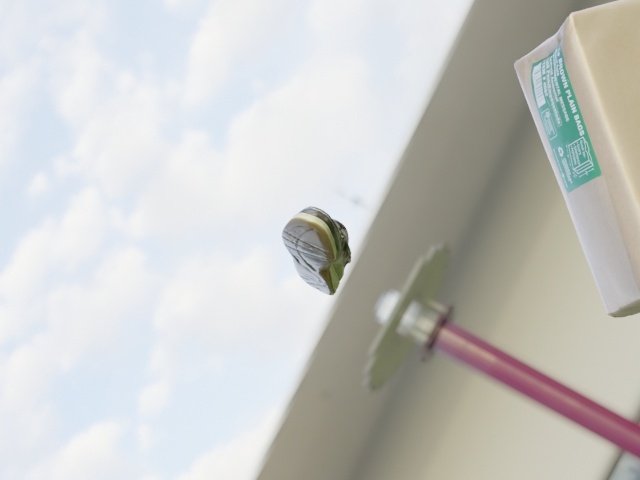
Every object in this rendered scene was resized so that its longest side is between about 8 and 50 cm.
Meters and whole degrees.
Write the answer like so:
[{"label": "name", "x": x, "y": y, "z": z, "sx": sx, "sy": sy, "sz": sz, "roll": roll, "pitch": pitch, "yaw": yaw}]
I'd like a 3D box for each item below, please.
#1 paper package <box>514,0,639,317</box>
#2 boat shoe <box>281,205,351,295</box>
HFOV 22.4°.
[{"label": "paper package", "x": 0.416, "y": -0.107, "z": 1.776, "sx": 0.309, "sy": 0.325, "sz": 0.168, "roll": -15, "pitch": -8, "yaw": -19}, {"label": "boat shoe", "x": 0.000, "y": 0.000, "z": 1.490, "sx": 0.049, "sy": 0.056, "sz": 0.152, "roll": -60, "pitch": -12, "yaw": -19}]
